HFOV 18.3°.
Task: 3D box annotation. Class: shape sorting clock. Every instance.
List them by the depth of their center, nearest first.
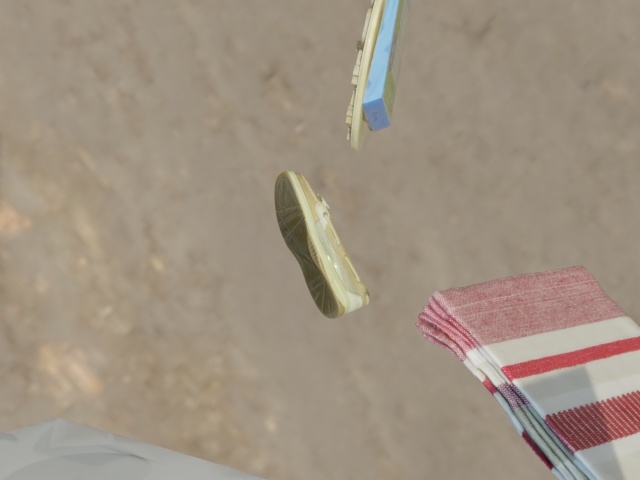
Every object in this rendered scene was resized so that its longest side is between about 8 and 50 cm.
[{"bbox_3d":[0.055,-0.187,1.939,0.040,0.206,0.206,9,135,6],"label":"shape sorting clock"}]

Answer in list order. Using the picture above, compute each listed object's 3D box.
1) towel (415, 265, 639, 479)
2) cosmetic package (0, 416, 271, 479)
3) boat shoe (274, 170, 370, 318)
[{"bbox_3d":[0.238,0.151,1.474,0.329,0.237,0.037,49,120,23],"label":"towel"},{"bbox_3d":[-0.174,0.214,1.211,0.224,0.225,0.138,10,104,42],"label":"cosmetic package"},{"bbox_3d":[0.001,0.000,1.959,0.056,0.048,0.153,-32,80,58],"label":"boat shoe"}]
